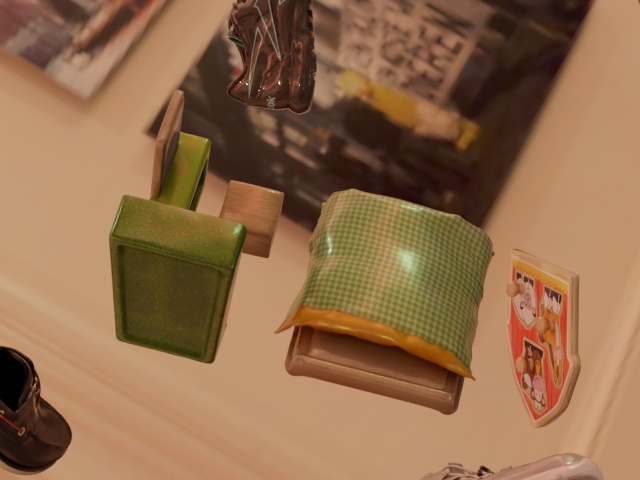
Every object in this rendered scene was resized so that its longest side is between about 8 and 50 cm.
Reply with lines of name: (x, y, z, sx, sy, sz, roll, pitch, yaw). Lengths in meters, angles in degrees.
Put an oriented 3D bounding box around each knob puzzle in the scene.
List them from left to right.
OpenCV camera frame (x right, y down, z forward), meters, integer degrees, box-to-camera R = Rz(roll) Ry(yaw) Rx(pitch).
knob puzzle: (0.240, 0.119, 1.620, 0.213, 0.030, 0.213, 177, 90, -75)

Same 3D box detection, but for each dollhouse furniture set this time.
dollhouse furniture set: (0.000, 0.000, 1.166, 0.151, 0.301, 0.198, 102, -178, -53)

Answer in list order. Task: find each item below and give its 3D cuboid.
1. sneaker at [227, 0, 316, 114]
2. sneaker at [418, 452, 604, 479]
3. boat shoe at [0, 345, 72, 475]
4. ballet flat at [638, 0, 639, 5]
sneaker: (-0.057, -0.283, 1.691, 0.101, 0.106, 0.267, 99, 171, -80)
sneaker: (0.142, 0.252, 1.388, 0.281, 0.105, 0.115, -26, 38, 28)
boat shoe: (-0.156, 0.078, 0.704, 0.042, 0.049, 0.133, -31, -35, 5)
ballet flat: (0.353, -0.102, 1.025, 0.106, 0.316, 0.107, -28, -12, -11)
